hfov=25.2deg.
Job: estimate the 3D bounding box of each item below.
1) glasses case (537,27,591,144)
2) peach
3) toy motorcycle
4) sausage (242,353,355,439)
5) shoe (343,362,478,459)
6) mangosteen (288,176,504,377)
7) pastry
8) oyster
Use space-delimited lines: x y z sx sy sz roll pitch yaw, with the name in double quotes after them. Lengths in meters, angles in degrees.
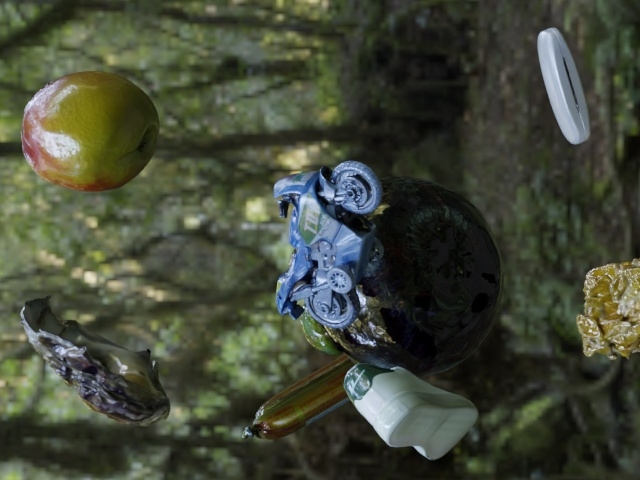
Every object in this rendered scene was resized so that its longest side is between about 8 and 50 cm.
0.336 -0.213 1.975 0.063 0.041 0.164 -168 61 -80 "glasses case"
-0.399 -0.187 2.479 0.231 0.231 0.231 1 -90 -82 "peach"
0.000 0.000 1.740 0.092 0.136 0.254 -45 -28 -48 "toy motorcycle"
0.033 0.233 2.347 0.082 0.372 0.082 55 164 24 "sausage"
0.117 0.209 1.841 0.095 0.110 0.265 -50 -25 6 "shoe"
0.112 0.058 2.038 0.300 0.300 0.300 1 -90 -82 "mangosteen"
0.461 0.079 1.875 0.102 0.250 0.154 43 -141 -45 "pastry"
-0.327 0.182 2.072 0.271 0.100 0.275 49 -173 -4 "oyster"
